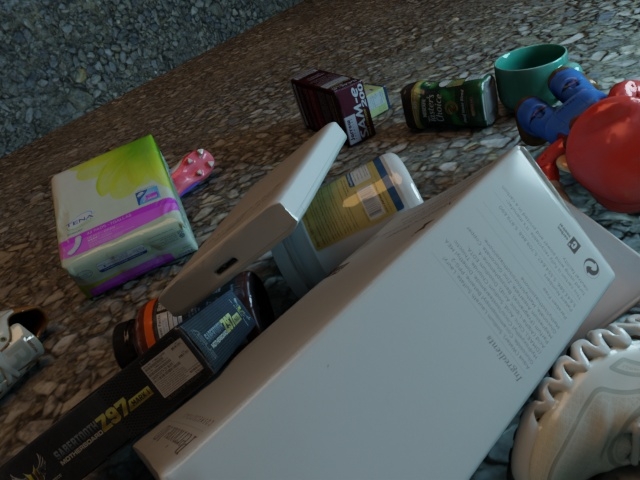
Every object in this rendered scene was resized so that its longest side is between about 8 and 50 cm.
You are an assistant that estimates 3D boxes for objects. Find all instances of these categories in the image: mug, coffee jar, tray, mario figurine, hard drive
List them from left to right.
[{"bbox_3d":[-0.073,-0.043,0.702,0.203,0.040,0.307,-36,14,26],"label":"hard drive"},{"bbox_3d":[0.251,-0.273,1.067,0.184,0.096,0.079,6,37,38],"label":"coffee jar"},{"bbox_3d":[0.403,-0.296,1.011,0.129,0.097,0.158,-14,32,10],"label":"mug"},{"bbox_3d":[0.254,0.024,0.626,0.145,0.030,0.270,-46,27,15],"label":"tray"},{"bbox_3d":[0.376,-0.124,0.729,0.170,0.198,0.320,10,29,-1],"label":"mario figurine"}]

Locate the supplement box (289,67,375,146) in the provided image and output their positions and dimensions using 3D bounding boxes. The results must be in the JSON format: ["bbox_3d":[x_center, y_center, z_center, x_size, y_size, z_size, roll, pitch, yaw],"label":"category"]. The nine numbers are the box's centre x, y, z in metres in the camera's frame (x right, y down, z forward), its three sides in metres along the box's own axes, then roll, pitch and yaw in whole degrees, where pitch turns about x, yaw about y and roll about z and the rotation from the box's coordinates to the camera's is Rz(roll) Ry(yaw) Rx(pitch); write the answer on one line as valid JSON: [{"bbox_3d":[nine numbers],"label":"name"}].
[{"bbox_3d":[0.023,-0.309,1.224,0.073,0.130,0.239,-29,33,-14],"label":"supplement box"}]

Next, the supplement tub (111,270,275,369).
[{"bbox_3d":[-0.165,0.114,0.700,0.197,0.106,0.106,-17,31,6],"label":"supplement tub"}]

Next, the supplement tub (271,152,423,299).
[{"bbox_3d":[0.043,-0.013,0.723,0.199,0.144,0.144,-27,30,9],"label":"supplement tub"}]

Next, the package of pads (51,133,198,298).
[{"bbox_3d":[-0.386,-0.053,1.030,0.229,0.101,0.296,-25,49,-7],"label":"package of pads"}]

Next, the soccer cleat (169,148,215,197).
[{"bbox_3d":[-0.344,-0.120,1.215,0.248,0.083,0.095,-41,5,-21],"label":"soccer cleat"}]

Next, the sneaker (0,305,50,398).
[{"bbox_3d":[-0.488,0.184,0.778,0.123,0.106,0.290,-20,30,6],"label":"sneaker"}]

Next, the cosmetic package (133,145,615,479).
[{"bbox_3d":[0.047,0.106,0.466,0.385,0.156,0.217,-38,2,-30],"label":"cosmetic package"}]

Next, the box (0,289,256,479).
[{"bbox_3d":[-0.186,0.155,0.559,0.232,0.059,0.183,-38,0,7],"label":"box"}]

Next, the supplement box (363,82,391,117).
[{"bbox_3d":[0.106,-0.329,1.277,0.083,0.056,0.083,-32,33,-18],"label":"supplement box"}]

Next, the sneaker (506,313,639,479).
[{"bbox_3d":[0.278,0.123,0.435,0.292,0.110,0.118,-30,41,-15],"label":"sneaker"}]
